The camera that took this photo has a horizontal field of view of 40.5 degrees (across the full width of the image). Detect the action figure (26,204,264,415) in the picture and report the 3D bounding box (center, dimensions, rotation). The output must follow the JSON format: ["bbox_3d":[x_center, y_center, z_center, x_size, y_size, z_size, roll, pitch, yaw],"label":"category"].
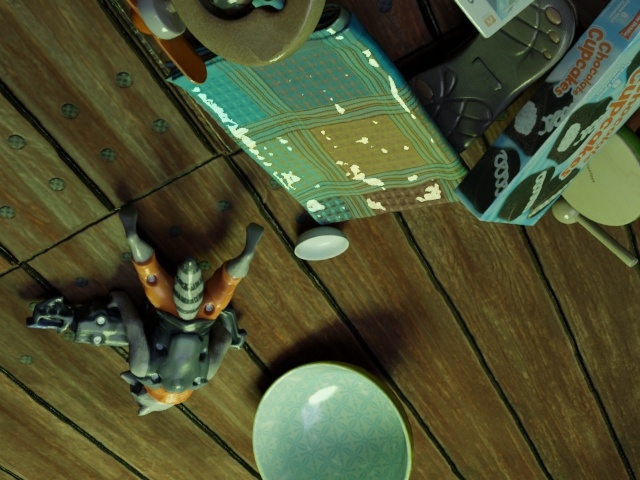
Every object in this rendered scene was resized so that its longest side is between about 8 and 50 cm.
[{"bbox_3d":[-0.252,0.119,1.270,0.341,0.179,0.330,1,121,-19],"label":"action figure"}]

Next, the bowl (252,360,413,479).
[{"bbox_3d":[0.041,0.341,1.531,0.289,0.289,0.156,-40,171,20],"label":"bowl"}]

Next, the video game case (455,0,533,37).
[{"bbox_3d":[0.209,-0.346,0.939,0.201,0.023,0.183,-38,126,18],"label":"video game case"}]

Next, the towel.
[{"bbox_3d":[0.013,-0.138,1.111,0.271,0.040,0.370,-9,145,33],"label":"towel"}]

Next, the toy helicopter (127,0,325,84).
[{"bbox_3d":[-0.150,-0.315,0.871,0.355,0.140,0.235,44,122,1],"label":"toy helicopter"}]

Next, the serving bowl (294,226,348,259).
[{"bbox_3d":[0.000,0.000,1.320,0.083,0.027,0.083,-8,155,-4],"label":"serving bowl"}]

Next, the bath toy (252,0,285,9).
[{"bbox_3d":[0.037,-0.399,0.920,0.348,0.129,0.151,-42,128,20],"label":"bath toy"}]

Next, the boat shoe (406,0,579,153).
[{"bbox_3d":[0.208,-0.207,1.137,0.324,0.116,0.123,-33,93,39],"label":"boat shoe"}]

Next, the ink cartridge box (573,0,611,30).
[{"bbox_3d":[0.384,-0.359,1.099,0.175,0.069,0.371,-39,127,19],"label":"ink cartridge box"}]

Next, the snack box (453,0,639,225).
[{"bbox_3d":[0.325,-0.158,1.105,0.322,0.060,0.187,-52,153,21],"label":"snack box"}]

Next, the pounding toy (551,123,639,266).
[{"bbox_3d":[0.437,-0.107,1.285,0.110,0.183,0.237,-33,137,-21],"label":"pounding toy"}]
